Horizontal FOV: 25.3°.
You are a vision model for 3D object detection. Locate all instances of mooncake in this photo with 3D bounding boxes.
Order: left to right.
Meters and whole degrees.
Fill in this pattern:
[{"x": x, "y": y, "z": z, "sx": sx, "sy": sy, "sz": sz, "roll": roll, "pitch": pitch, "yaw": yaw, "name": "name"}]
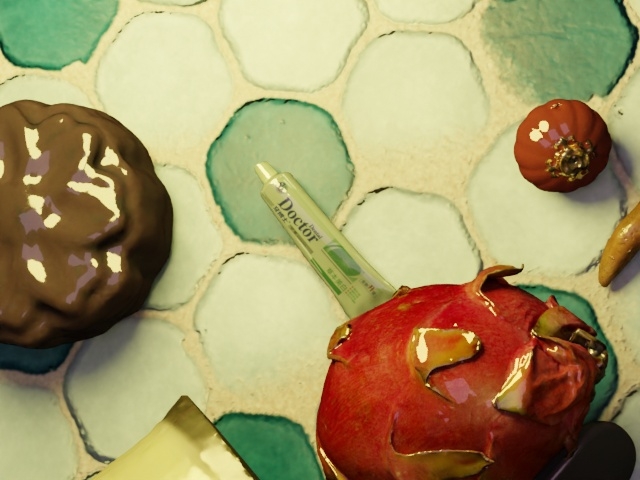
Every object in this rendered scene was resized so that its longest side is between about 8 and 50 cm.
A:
[{"x": -0.309, "y": -0.019, "z": 1.567, "sx": 0.283, "sy": 0.141, "sz": 0.283, "roll": -2, "pitch": 81, "yaw": 15, "name": "mooncake"}]

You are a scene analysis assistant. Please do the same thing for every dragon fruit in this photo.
[{"x": 0.119, "y": 0.153, "z": 1.389, "sx": 0.250, "sy": 0.315, "sz": 0.250, "roll": 9, "pitch": 72, "yaw": -29, "name": "dragon fruit"}]

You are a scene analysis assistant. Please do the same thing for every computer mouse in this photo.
[{"x": 0.222, "y": 0.272, "z": 1.425, "sx": 0.232, "sy": 0.120, "sz": 0.057, "roll": -41, "pitch": 45, "yaw": 5, "name": "computer mouse"}]

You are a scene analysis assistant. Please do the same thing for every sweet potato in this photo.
[{"x": 0.335, "y": -0.030, "z": 1.469, "sx": 0.044, "sy": 0.044, "sz": 0.179, "roll": 29, "pitch": 92, "yaw": 14, "name": "sweet potato"}]

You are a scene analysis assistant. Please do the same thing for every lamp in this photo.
[{"x": 0.249, "y": -0.096, "z": 1.470, "sx": 0.101, "sy": 0.090, "sz": 0.101, "roll": -2, "pitch": 113, "yaw": -4, "name": "lamp"}]

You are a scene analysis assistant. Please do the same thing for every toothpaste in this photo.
[{"x": 0.000, "y": 0.000, "z": 1.544, "sx": 0.064, "sy": 0.041, "sz": 0.218, "roll": -42, "pitch": 79, "yaw": 18, "name": "toothpaste"}]

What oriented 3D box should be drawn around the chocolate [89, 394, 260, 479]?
[{"x": -0.142, "y": 0.351, "z": 1.369, "sx": 0.297, "sy": 0.326, "sz": 0.314, "roll": -36, "pitch": 79, "yaw": -5, "name": "chocolate"}]
